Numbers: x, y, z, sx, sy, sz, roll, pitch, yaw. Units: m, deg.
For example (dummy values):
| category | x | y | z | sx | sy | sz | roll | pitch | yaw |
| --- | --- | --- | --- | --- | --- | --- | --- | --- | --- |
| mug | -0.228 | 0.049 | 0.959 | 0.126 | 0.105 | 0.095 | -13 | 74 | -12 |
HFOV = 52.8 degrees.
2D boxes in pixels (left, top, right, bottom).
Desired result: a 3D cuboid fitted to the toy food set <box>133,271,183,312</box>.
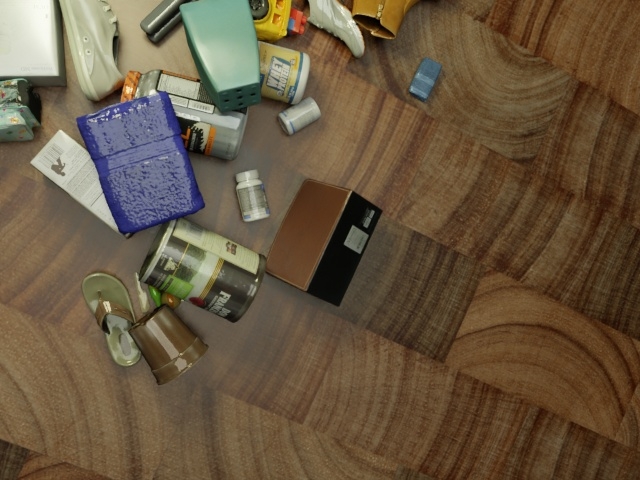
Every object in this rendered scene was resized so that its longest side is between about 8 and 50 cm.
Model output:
| category | x | y | z | sx | sy | sz | roll | pitch | yaw |
| --- | --- | --- | --- | --- | --- | --- | --- | --- | --- |
| toy food set | -0.413 | 0.123 | 1.786 | 0.192 | 0.038 | 0.132 | -15 | 95 | -12 |

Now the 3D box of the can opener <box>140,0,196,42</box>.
| category | x | y | z | sx | sy | sz | roll | pitch | yaw |
| --- | --- | --- | --- | --- | --- | --- | --- | --- | --- |
| can opener | -0.388 | -0.668 | 1.757 | 0.095 | 0.076 | 0.283 | 41 | 83 | 22 |

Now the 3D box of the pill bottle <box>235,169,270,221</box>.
| category | x | y | z | sx | sy | sz | roll | pitch | yaw |
| --- | --- | --- | --- | --- | --- | --- | --- | --- | --- |
| pill bottle | -0.192 | -0.125 | 1.805 | 0.078 | 0.078 | 0.137 | -13 | 95 | -12 |

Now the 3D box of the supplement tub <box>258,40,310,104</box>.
| category | x | y | z | sx | sy | sz | roll | pitch | yaw |
| --- | --- | --- | --- | --- | --- | --- | --- | --- | --- |
| supplement tub | -0.140 | -0.464 | 1.769 | 0.200 | 0.144 | 0.144 | 11 | 90 | -13 |

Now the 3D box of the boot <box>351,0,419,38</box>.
| category | x | y | z | sx | sy | sz | roll | pitch | yaw |
| --- | --- | --- | --- | --- | --- | --- | --- | --- | --- |
| boot | 0.229 | -0.666 | 1.837 | 0.295 | 0.104 | 0.211 | 11 | 75 | -16 |

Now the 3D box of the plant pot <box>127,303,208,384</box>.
| category | x | y | z | sx | sy | sz | roll | pitch | yaw |
| --- | --- | --- | --- | --- | --- | --- | --- | --- | --- |
| plant pot | -0.415 | 0.269 | 1.725 | 0.167 | 0.167 | 0.165 | -36 | 100 | -9 |

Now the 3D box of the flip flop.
| category | x | y | z | sx | sy | sz | roll | pitch | yaw |
| --- | --- | --- | --- | --- | --- | --- | --- | --- | --- |
| flip flop | -0.557 | 0.215 | 1.737 | 0.112 | 0.080 | 0.276 | -18 | 96 | -11 |

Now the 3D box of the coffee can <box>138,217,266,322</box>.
| category | x | y | z | sx | sy | sz | roll | pitch | yaw |
| --- | --- | --- | --- | --- | --- | --- | --- | --- | --- |
| coffee can | -0.312 | 0.073 | 1.710 | 0.276 | 0.201 | 0.201 | 27 | 86 | -18 |

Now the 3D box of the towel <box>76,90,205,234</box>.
| category | x | y | z | sx | sy | sz | roll | pitch | yaw |
| --- | --- | --- | --- | --- | --- | --- | --- | --- | --- |
| towel | -0.433 | -0.188 | 1.580 | 0.228 | 0.076 | 0.308 | -18 | 101 | -5 |

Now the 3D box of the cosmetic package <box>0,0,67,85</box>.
| category | x | y | z | sx | sy | sz | roll | pitch | yaw |
| --- | --- | --- | --- | --- | --- | --- | --- | --- | --- |
| cosmetic package | -0.777 | -0.512 | 1.632 | 0.224 | 0.138 | 0.224 | -4 | 94 | -12 |

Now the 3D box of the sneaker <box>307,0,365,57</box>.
| category | x | y | z | sx | sy | sz | roll | pitch | yaw |
| --- | --- | --- | --- | --- | --- | --- | --- | --- | --- |
| sneaker | 0.031 | -0.627 | 1.840 | 0.121 | 0.099 | 0.262 | -30 | 102 | 12 |

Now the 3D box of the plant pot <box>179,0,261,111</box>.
| category | x | y | z | sx | sy | sz | roll | pitch | yaw |
| --- | --- | --- | --- | --- | --- | --- | --- | --- | --- |
| plant pot | -0.229 | -0.449 | 1.590 | 0.166 | 0.165 | 0.234 | -15 | 75 | -8 |

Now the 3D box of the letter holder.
| category | x | y | z | sx | sy | sz | roll | pitch | yaw |
| --- | --- | --- | --- | --- | --- | --- | --- | --- | --- |
| letter holder | 0.000 | 0.000 | 1.831 | 0.152 | 0.215 | 0.301 | 29 | 84 | -44 |

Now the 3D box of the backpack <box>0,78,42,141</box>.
| category | x | y | z | sx | sy | sz | roll | pitch | yaw |
| --- | --- | --- | --- | --- | --- | --- | --- | --- | --- |
| backpack | -0.814 | -0.322 | 1.616 | 0.189 | 0.166 | 0.144 | 0 | 83 | -10 |

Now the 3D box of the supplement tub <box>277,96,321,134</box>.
| category | x | y | z | sx | sy | sz | roll | pitch | yaw |
| --- | --- | --- | --- | --- | --- | --- | --- | --- | --- |
| supplement tub | -0.061 | -0.353 | 1.829 | 0.107 | 0.071 | 0.071 | -31 | 98 | -10 |

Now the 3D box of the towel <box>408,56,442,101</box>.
| category | x | y | z | sx | sy | sz | roll | pitch | yaw |
| --- | --- | --- | --- | --- | --- | --- | --- | --- | --- |
| towel | 0.312 | -0.482 | 1.927 | 0.067 | 0.029 | 0.119 | 27 | 87 | -12 |

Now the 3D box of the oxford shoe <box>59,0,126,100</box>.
| category | x | y | z | sx | sy | sz | roll | pitch | yaw |
| --- | --- | --- | --- | --- | --- | --- | --- | --- | --- |
| oxford shoe | -0.593 | -0.589 | 1.656 | 0.130 | 0.169 | 0.448 | -13 | 102 | -7 |

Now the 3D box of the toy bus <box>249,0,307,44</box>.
| category | x | y | z | sx | sy | sz | roll | pitch | yaw |
| --- | --- | --- | --- | --- | --- | --- | --- | --- | --- |
| toy bus | -0.136 | -0.653 | 1.773 | 0.212 | 0.149 | 0.220 | 10 | 87 | -26 |

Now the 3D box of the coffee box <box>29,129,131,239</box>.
| category | x | y | z | sx | sy | sz | roll | pitch | yaw |
| --- | --- | --- | --- | --- | --- | --- | --- | --- | --- |
| coffee box | -0.577 | -0.139 | 1.675 | 0.297 | 0.168 | 0.118 | 40 | 83 | -12 |

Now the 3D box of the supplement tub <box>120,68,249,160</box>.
| category | x | y | z | sx | sy | sz | roll | pitch | yaw |
| --- | --- | --- | --- | --- | --- | --- | --- | --- | --- |
| supplement tub | -0.357 | -0.335 | 1.702 | 0.316 | 0.193 | 0.193 | 12 | 90 | -12 |
